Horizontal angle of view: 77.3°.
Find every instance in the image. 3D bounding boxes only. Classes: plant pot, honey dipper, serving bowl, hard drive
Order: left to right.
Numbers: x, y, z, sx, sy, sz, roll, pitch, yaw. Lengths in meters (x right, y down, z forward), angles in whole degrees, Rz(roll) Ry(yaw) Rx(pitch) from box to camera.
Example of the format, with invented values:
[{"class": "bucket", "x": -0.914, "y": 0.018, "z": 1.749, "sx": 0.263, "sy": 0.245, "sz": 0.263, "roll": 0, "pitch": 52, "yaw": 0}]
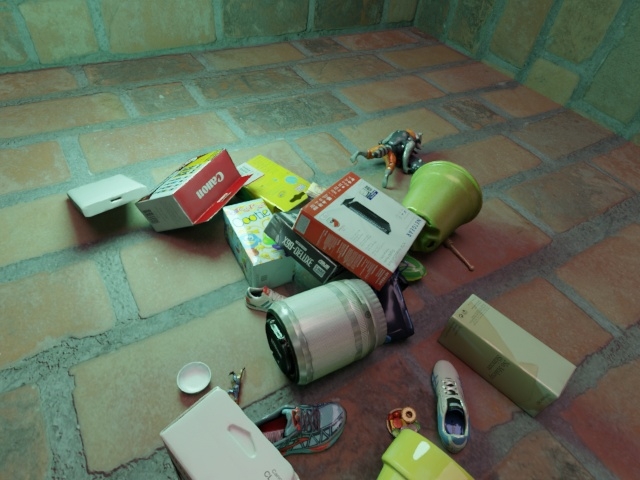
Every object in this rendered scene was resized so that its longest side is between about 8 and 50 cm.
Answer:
[{"class": "hard drive", "x": -0.744, "y": -0.164, "z": 1.388, "sx": 0.203, "sy": 0.040, "sz": 0.308, "roll": -28, "pitch": 31, "yaw": -30}, {"class": "serving bowl", "x": -0.324, "y": 0.357, "z": 1.031, "sx": 0.084, "sy": 0.027, "sz": 0.083, "roll": 4, "pitch": 45, "yaw": -4}, {"class": "plant pot", "x": 0.188, "y": 0.553, "z": 0.779, "sx": 0.254, "sy": 0.254, "sz": 0.239, "roll": 38, "pitch": 69, "yaw": 26}, {"class": "plant pot", "x": 0.387, "y": -0.100, "z": 1.412, "sx": 0.276, "sy": 0.275, "sz": 0.254, "roll": 31, "pitch": 52, "yaw": 21}, {"class": "honey dipper", "x": 0.500, "y": 0.048, "z": 1.452, "sx": 0.031, "sy": 0.030, "sz": 0.160, "roll": -18, "pitch": 55, "yaw": -24}]

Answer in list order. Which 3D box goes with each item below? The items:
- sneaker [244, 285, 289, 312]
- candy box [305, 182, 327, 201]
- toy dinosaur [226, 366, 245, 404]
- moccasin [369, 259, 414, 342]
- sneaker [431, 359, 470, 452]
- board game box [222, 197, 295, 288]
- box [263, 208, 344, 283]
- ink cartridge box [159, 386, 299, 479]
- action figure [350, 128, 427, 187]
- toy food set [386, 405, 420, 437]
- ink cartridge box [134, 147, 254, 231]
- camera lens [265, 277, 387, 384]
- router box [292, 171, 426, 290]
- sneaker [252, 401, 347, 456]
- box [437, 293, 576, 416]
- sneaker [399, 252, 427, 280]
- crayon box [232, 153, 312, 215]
[{"class": "sneaker", "x": -0.149, "y": 0.176, "z": 1.199, "sx": 0.162, "sy": 0.075, "sz": 0.057, "roll": 10, "pitch": 45, "yaw": 3}, {"class": "candy box", "x": 0.024, "y": -0.129, "z": 1.447, "sx": 0.109, "sy": 0.186, "sz": 0.053, "roll": 30, "pitch": 82, "yaw": 19}, {"class": "toy dinosaur", "x": -0.212, "y": 0.375, "z": 1.024, "sx": 0.090, "sy": 0.047, "sz": 0.082, "roll": -16, "pitch": 68, "yaw": -35}, {"class": "moccasin", "x": 0.216, "y": 0.146, "z": 1.244, "sx": 0.117, "sy": 0.137, "sz": 0.341, "roll": -4, "pitch": 65, "yaw": 0}, {"class": "sneaker", "x": 0.339, "y": 0.412, "z": 1.030, "sx": 0.085, "sy": 0.086, "sz": 0.237, "roll": 6, "pitch": 44, "yaw": 0}, {"class": "board game box", "x": -0.203, "y": 0.012, "z": 1.305, "sx": 0.142, "sy": 0.144, "sz": 0.275, "roll": -17, "pitch": 51, "yaw": -24}, {"class": "box", "x": 0.000, "y": 0.000, "z": 1.270, "sx": 0.242, "sy": 0.076, "sz": 0.307, "roll": 41, "pitch": 23, "yaw": 15}, {"class": "ink cartridge box", "x": -0.170, "y": 0.455, "z": 0.761, "sx": 0.226, "sy": 0.306, "sz": 0.131, "roll": 36, "pitch": 51, "yaw": 25}, {"class": "action figure", "x": 0.349, "y": -0.371, "z": 1.743, "sx": 0.341, "sy": 0.178, "sz": 0.330, "roll": 35, "pitch": 61, "yaw": 27}, {"class": "toy food set", "x": 0.208, "y": 0.462, "z": 1.007, "sx": 0.084, "sy": 0.020, "sz": 0.082, "roll": -2, "pitch": 46, "yaw": -10}, {"class": "ink cartridge box", "x": -0.427, "y": -0.184, "z": 1.393, "sx": 0.272, "sy": 0.130, "sz": 0.309, "roll": -7, "pitch": 36, "yaw": 33}, {"class": "camera lens", "x": 0.008, "y": 0.234, "z": 1.062, "sx": 0.275, "sy": 0.219, "sz": 0.219, "roll": -17, "pitch": 51, "yaw": -23}, {"class": "router box", "x": 0.129, "y": -0.046, "z": 1.202, "sx": 0.301, "sy": 0.082, "sz": 0.335, "roll": 35, "pitch": 39, "yaw": 9}, {"class": "sneaker", "x": -0.054, "y": 0.435, "z": 0.924, "sx": 0.262, "sy": 0.125, "sz": 0.104, "roll": -12, "pitch": 49, "yaw": -19}, {"class": "box", "x": 0.503, "y": 0.312, "z": 1.110, "sx": 0.121, "sy": 0.147, "sz": 0.311, "roll": -33, "pitch": 57, "yaw": -32}, {"class": "sneaker", "x": 0.234, "y": 0.028, "z": 1.364, "sx": 0.110, "sy": 0.123, "sz": 0.296, "roll": -30, "pitch": 57, "yaw": -32}, {"class": "crayon box", "x": -0.192, "y": -0.201, "z": 1.560, "sx": 0.319, "sy": 0.081, "sz": 0.202, "roll": 33, "pitch": 51, "yaw": 23}]
